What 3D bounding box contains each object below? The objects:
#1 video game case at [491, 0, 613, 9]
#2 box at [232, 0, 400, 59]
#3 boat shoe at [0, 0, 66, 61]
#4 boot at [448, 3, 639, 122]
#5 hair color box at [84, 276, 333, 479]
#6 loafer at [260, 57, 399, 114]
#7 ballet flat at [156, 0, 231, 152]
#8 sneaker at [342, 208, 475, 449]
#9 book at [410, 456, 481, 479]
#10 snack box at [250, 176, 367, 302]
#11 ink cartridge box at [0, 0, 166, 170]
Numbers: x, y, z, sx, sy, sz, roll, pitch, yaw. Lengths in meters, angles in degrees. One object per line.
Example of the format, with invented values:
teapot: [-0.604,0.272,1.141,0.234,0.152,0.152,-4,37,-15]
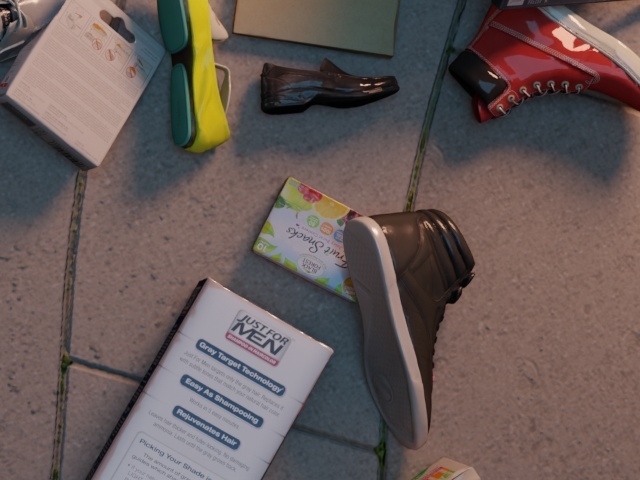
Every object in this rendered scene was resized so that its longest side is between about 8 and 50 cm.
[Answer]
video game case: [0.342,-0.366,1.903,0.274,0.196,0.026,-10,45,-33]
box: [0.000,-0.316,1.968,0.201,0.021,0.164,7,86,-9]
boat shoe: [-0.372,-0.248,1.876,0.227,0.081,0.079,-28,91,-9]
boot: [0.286,-0.185,1.975,0.244,0.088,0.176,34,83,3]
hair color box: [-0.147,0.234,1.872,0.174,0.105,0.347,31,83,-6]
loafer: [0.011,-0.191,1.944,0.170,0.062,0.061,-5,83,-10]
ballet flat: [-0.146,-0.220,1.922,0.077,0.077,0.231,-6,91,-30]
sneaker: [0.127,0.097,1.924,0.147,0.104,0.296,-19,106,-30]
book: [0.130,0.295,1.892,0.096,0.144,0.035,-35,92,-9]
snack box: [0.000,0.000,1.942,0.141,0.037,0.100,27,84,-7]
ink cartridge box: [-0.281,-0.195,1.891,0.145,0.045,0.179,40,62,-28]
